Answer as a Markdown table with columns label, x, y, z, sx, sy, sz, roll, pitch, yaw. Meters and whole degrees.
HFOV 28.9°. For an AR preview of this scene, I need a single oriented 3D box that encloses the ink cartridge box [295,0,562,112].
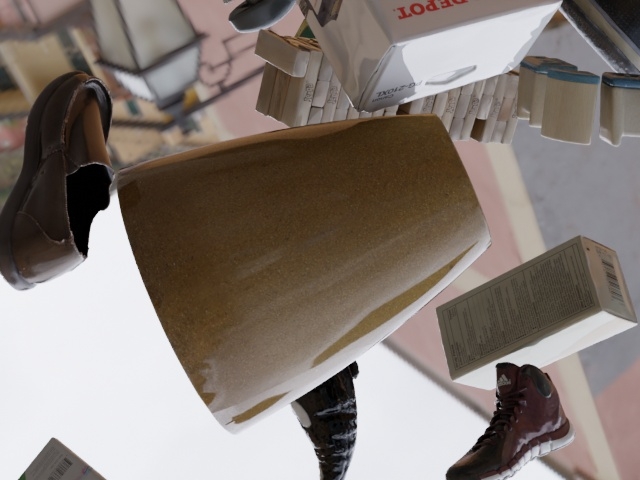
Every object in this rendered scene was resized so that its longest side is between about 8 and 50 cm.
| label | x | y | z | sx | sy | sz | roll | pitch | yaw |
| --- | --- | --- | --- | --- | --- | --- | --- | --- | --- |
| ink cartridge box | 0.061 | -0.243 | 1.020 | 0.172 | 0.237 | 0.100 | -19 | 161 | -25 |

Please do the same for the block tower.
| label | x | y | z | sx | sy | sz | roll | pitch | yaw |
| --- | --- | --- | --- | --- | --- | --- | --- | --- | --- |
| block tower | 0.081 | -0.172 | 1.433 | 0.336 | 0.097 | 0.091 | 2 | -160 | -35 |

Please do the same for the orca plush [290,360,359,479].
| label | x | y | z | sx | sy | sz | roll | pitch | yaw |
| --- | --- | --- | --- | --- | --- | --- | --- | --- | --- |
| orca plush | 0.000 | 0.239 | 1.789 | 0.151 | 0.287 | 0.102 | 3 | 174 | -19 |

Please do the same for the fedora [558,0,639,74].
| label | x | y | z | sx | sy | sz | roll | pitch | yaw |
| --- | --- | --- | --- | --- | --- | --- | --- | --- | --- |
| fedora | 0.417 | -0.334 | 1.691 | 0.152 | 0.334 | 0.334 | -43 | -154 | 17 |

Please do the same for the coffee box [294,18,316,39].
| label | x | y | z | sx | sy | sz | roll | pitch | yaw |
| --- | --- | --- | --- | --- | --- | --- | --- | --- | --- |
| coffee box | -0.003 | -0.185 | 1.591 | 0.040 | 0.113 | 0.184 | 7 | -136 | -31 |

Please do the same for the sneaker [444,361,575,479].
| label | x | y | z | sx | sy | sz | roll | pitch | yaw |
| --- | --- | --- | --- | --- | --- | --- | --- | --- | --- |
| sneaker | 0.283 | 0.283 | 1.980 | 0.281 | 0.162 | 0.106 | -17 | -177 | -42 |

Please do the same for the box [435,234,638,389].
| label | x | y | z | sx | sy | sz | roll | pitch | yaw |
| --- | --- | --- | --- | --- | --- | --- | --- | --- | --- |
| box | 0.358 | 0.128 | 2.098 | 0.311 | 0.121 | 0.148 | -29 | -123 | 34 |

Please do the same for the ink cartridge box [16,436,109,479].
| label | x | y | z | sx | sy | sz | roll | pitch | yaw |
| --- | --- | --- | --- | --- | --- | --- | --- | --- | --- |
| ink cartridge box | -0.408 | 0.449 | 2.047 | 0.212 | 0.093 | 0.154 | 28 | -107 | 38 |

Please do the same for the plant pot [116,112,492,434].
| label | x | y | z | sx | sy | sz | roll | pitch | yaw |
| --- | --- | --- | --- | --- | --- | --- | --- | --- | --- |
| plant pot | 0.000 | 0.000 | 1.013 | 0.254 | 0.237 | 0.237 | -24 | -150 | 2 |

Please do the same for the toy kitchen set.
| label | x | y | z | sx | sy | sz | roll | pitch | yaw |
| --- | --- | --- | --- | --- | --- | --- | --- | --- | --- |
| toy kitchen set | 0.314 | -0.162 | 1.222 | 0.207 | 0.122 | 0.166 | 4 | -166 | -5 |

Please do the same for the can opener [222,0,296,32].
| label | x | y | z | sx | sy | sz | roll | pitch | yaw |
| --- | --- | --- | --- | --- | --- | --- | --- | --- | --- |
| can opener | -0.015 | -0.380 | 1.690 | 0.280 | 0.093 | 0.074 | -23 | -146 | 26 |

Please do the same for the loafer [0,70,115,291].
| label | x | y | z | sx | sy | sz | roll | pitch | yaw |
| --- | --- | --- | --- | --- | --- | --- | --- | --- | --- |
| loafer | -0.331 | -0.086 | 1.698 | 0.130 | 0.134 | 0.365 | -6 | -128 | 17 |
